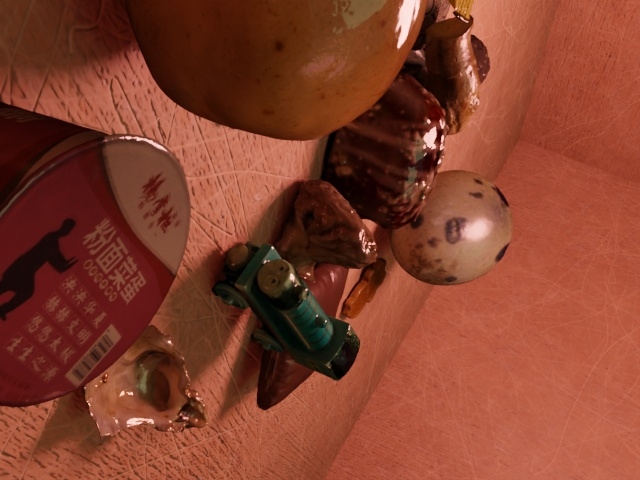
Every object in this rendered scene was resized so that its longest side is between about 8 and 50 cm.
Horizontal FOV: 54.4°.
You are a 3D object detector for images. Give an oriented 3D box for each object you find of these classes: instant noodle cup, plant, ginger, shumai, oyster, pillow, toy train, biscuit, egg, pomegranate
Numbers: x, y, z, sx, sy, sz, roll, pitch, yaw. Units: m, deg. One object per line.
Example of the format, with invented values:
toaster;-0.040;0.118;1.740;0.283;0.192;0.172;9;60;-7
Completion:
instant noodle cup;-0.249;-0.008;0.517;0.235;0.178;0.235;-51;157;-31
plant;0.273;-0.385;1.429;0.274;0.149;0.146;-25;95;-40
ginger;0.270;-0.328;1.284;0.109;0.116;0.263;-15;134;-6
shumai;0.000;0.000;1.195;0.175;0.206;0.166;-42;153;0
oyster;-0.259;0.218;0.928;0.161;0.107;0.233;-54;140;-13
pillow;-0.034;0.189;1.414;0.305;0.108;0.307;-30;137;-60
toy train;-0.056;0.122;1.097;0.120;0.194;0.298;-56;142;-23
biscuit;0.134;0.153;1.922;0.225;0.036;0.166;-51;156;-25
egg;0.392;-0.035;1.887;0.428;0.345;0.345;-25;137;-49
pomegranate;-0.045;-0.259;0.588;0.319;0.319;0.319;-52;157;-32

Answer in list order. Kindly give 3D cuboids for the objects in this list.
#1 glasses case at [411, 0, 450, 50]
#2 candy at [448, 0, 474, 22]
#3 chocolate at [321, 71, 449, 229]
glasses case;0.211;-0.530;1.188;0.137;0.085;0.354;-45;153;-30
candy;0.183;-0.502;1.031;0.297;0.081;0.187;9;105;-40
chocolate;0.147;-0.172;1.291;0.225;0.210;0.340;-30;141;-55
